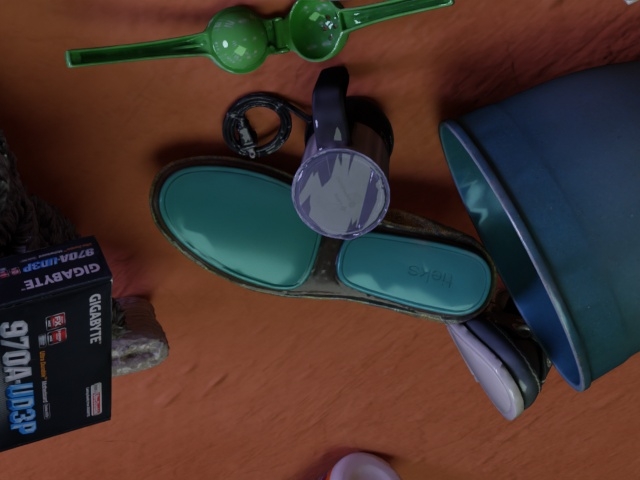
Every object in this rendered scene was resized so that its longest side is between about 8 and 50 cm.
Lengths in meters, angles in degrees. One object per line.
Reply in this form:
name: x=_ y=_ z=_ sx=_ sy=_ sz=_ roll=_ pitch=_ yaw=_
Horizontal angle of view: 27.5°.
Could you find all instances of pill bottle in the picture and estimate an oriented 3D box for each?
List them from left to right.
pill bottle: x=0.017 y=0.393 z=1.811 sx=0.121 sy=0.121 sz=0.221 roll=14 pitch=139 yaw=-28

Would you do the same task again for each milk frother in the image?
milk frother: x=-0.015 y=-0.073 z=1.153 sx=0.143 sy=0.134 sz=0.129 roll=-24 pitch=110 yaw=15

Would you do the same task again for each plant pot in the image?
plant pot: x=0.279 y=-0.043 z=1.173 sx=0.255 sy=0.271 sz=0.271 roll=-27 pitch=143 yaw=0

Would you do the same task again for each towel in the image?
towel: x=-0.296 y=0.118 z=1.305 sx=0.282 sy=0.187 sz=0.049 roll=-11 pitch=103 yaw=-11

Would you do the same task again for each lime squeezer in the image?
lime squeezer: x=-0.043 y=-0.162 z=1.058 sx=0.310 sy=0.110 sz=0.058 roll=-7 pitch=110 yaw=10

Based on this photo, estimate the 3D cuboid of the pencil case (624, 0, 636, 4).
pencil case: x=0.127 y=-0.324 z=0.696 sx=0.160 sy=0.183 sz=0.410 roll=-35 pitch=143 yaw=-5

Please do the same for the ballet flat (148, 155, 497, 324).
ballet flat: x=0.000 y=0.000 z=1.274 sx=0.349 sy=0.123 sz=0.123 roll=15 pitch=139 yaw=-11

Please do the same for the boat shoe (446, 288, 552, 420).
boat shoe: x=0.195 y=0.103 z=1.365 sx=0.099 sy=0.116 sz=0.319 roll=-30 pitch=-178 yaw=2

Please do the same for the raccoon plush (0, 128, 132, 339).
raccoon plush: x=-0.258 y=-0.052 z=1.090 sx=0.299 sy=0.216 sz=0.446 roll=7 pitch=142 yaw=-34

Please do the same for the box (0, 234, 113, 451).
box: x=-0.264 y=0.100 z=1.093 sx=0.175 sy=0.051 sz=0.220 roll=-15 pitch=145 yaw=-21
